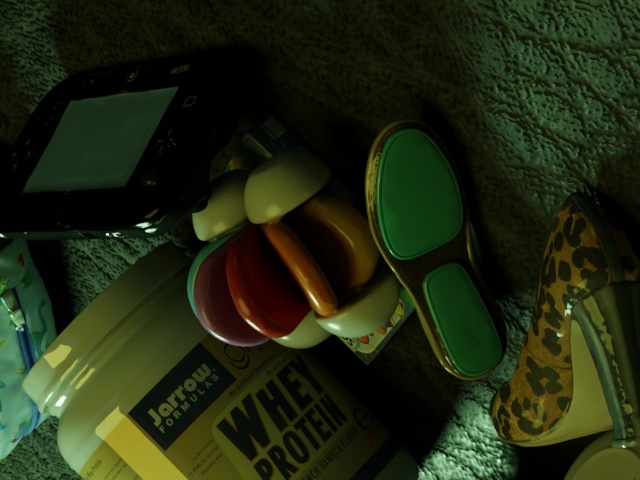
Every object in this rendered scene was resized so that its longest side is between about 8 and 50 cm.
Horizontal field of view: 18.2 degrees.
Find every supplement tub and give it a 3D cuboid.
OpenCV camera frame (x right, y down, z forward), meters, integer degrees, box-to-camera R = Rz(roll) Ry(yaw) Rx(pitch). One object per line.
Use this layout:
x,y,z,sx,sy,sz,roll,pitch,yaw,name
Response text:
-0.093,0.177,1.803,0.316,0.228,0.228,44,148,4,supplement tub

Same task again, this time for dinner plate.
0.226,0.207,1.556,0.017,0.141,0.141,26,160,-32,dinner plate

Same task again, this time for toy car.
-0.039,0.027,1.596,0.182,0.136,0.159,-15,113,54,toy car

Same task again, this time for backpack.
-0.407,0.081,2.086,0.290,0.273,0.355,18,150,29,backpack

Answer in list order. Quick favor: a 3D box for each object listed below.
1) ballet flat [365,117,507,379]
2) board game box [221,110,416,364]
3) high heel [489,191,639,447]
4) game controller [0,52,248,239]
0.081,0.003,1.559,0.073,0.080,0.232,-124,14,-65,ballet flat
0.000,0.000,1.684,0.201,0.035,0.136,43,148,6,board game box
0.181,0.062,1.533,0.261,0.093,0.186,167,91,-71,high heel
-0.180,-0.077,1.695,0.067,0.166,0.319,29,163,-34,game controller
